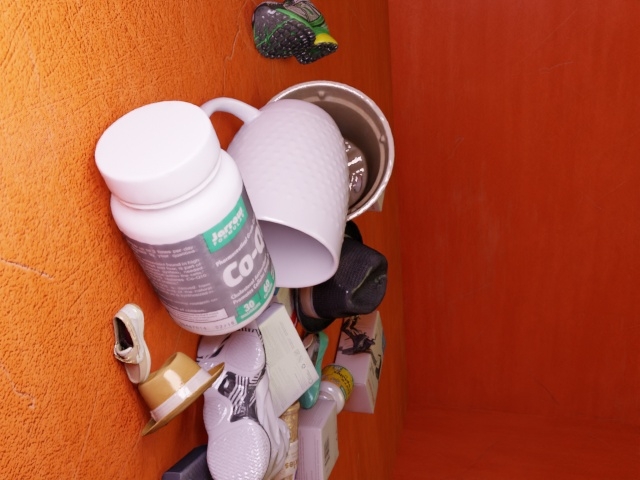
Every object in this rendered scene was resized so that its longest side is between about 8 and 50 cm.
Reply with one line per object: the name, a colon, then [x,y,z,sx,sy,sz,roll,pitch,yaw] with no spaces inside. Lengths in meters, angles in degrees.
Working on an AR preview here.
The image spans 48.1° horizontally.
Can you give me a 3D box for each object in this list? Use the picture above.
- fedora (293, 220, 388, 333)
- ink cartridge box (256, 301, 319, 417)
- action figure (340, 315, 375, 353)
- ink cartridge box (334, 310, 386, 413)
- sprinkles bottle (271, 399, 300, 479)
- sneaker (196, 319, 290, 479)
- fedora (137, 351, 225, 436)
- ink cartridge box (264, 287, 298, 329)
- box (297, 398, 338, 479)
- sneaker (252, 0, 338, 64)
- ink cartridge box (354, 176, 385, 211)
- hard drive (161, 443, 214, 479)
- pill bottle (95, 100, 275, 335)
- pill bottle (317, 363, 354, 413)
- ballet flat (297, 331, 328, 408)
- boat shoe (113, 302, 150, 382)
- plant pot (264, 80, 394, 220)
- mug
fedora: [0.073,0.099,1.825,0.334,0.153,0.333,-31,127,-54]
ink cartridge box: [-0.125,0.290,1.595,0.224,0.045,0.223,-40,118,-33]
action figure: [0.069,0.227,2.301,0.164,0.141,0.275,16,51,-66]
ink cartridge box: [0.142,0.434,2.584,0.223,0.129,0.307,75,23,-48]
sprinkles bottle: [-0.112,0.556,1.712,0.121,0.121,0.355,-9,101,-74]
sneaker: [-0.153,0.328,1.450,0.210,0.138,0.365,66,15,-63]
fedora: [-0.247,0.242,1.197,0.079,0.194,0.194,51,22,-2]
ink cartridge box: [-0.109,0.128,1.739,0.134,0.078,0.231,-72,158,-44]
box: [-0.028,0.563,2.014,0.182,0.119,0.180,-42,133,-69]
sneaker: [-0.079,-0.522,1.732,0.146,0.134,0.343,67,20,2]
ink cartridge box: [0.072,-0.161,2.098,0.154,0.213,0.093,62,33,-61]
hard drive: [-0.245,0.528,1.352,0.172,0.054,0.254,-19,109,-73]
pill bottle: [-0.206,-0.027,1.140,0.361,0.204,0.204,74,24,-48]
pill bottle: [0.026,0.468,2.198,0.208,0.118,0.117,-40,130,-69]
ballet flat: [-0.040,0.357,2.053,0.087,0.083,0.247,46,43,-35]
boat shoe: [-0.302,0.167,1.125,0.045,0.050,0.135,-33,122,-57]
plant pot: [0.008,-0.186,1.761,0.305,0.334,0.333,50,43,-85]
mug: [-0.108,-0.132,1.429,0.374,0.276,0.327,33,53,-34]
